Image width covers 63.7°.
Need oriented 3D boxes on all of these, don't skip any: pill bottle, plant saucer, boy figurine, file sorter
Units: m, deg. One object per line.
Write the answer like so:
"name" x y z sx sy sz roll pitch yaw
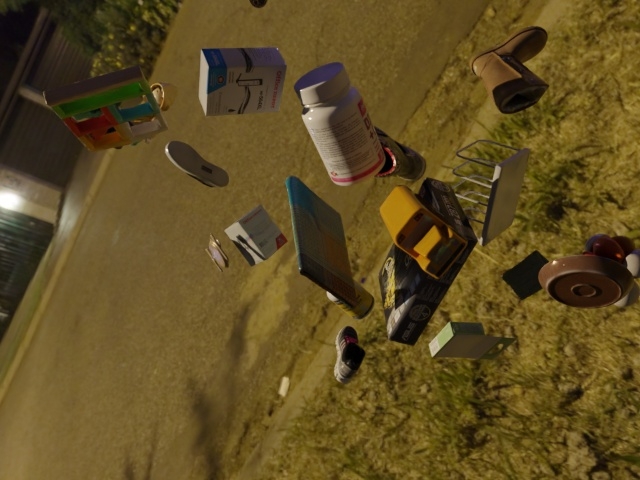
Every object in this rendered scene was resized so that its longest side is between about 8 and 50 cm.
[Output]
"pill bottle" 0.050 -0.296 1.328 0.160 0.283 0.160 -19 35 14
"pill bottle" 0.087 0.175 1.706 0.103 0.184 0.103 -37 28 24
"plant saucer" 0.517 0.088 1.010 0.168 0.168 0.029 -25 36 47
"boy figurine" -0.566 -0.396 1.634 0.285 0.092 0.177 -27 83 17
"file sorter" 0.527 -0.164 1.667 0.173 0.193 0.278 28 132 34

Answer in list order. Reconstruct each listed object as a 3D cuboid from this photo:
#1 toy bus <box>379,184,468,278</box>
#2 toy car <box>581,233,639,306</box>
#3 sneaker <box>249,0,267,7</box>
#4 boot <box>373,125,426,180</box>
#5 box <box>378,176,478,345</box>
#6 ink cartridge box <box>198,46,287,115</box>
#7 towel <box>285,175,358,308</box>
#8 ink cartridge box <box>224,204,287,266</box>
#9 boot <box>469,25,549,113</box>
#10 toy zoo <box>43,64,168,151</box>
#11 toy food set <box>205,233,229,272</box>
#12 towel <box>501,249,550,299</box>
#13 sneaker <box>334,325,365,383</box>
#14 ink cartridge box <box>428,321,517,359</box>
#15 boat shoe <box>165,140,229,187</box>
"toy bus" 0.234 -0.032 1.223 0.108 0.130 0.333 -52 12 14
"toy car" 0.703 0.074 1.283 0.159 0.136 0.182 -138 53 -58
"sneaker" -0.153 -0.695 1.309 0.071 0.066 0.188 -68 -18 -55
"boot" 0.149 -0.306 1.721 0.377 0.284 0.138 33 109 19
"box" 0.294 0.059 1.513 0.318 0.097 0.395 -94 22 -55
"ink cartridge box" -0.200 -0.405 1.317 0.148 0.203 0.086 108 145 -49
"towel" 0.000 0.000 1.530 0.040 0.271 0.370 -30 45 23
"ink cartridge box" -0.241 -0.018 1.925 0.128 0.176 0.127 -42 12 -37
"boot" 0.549 -0.461 1.396 0.236 0.089 0.269 -26 38 14
"toy zoo" -0.453 -0.273 1.145 0.293 0.192 0.030 112 138 -76
"toy food set" -0.382 0.044 1.968 0.038 0.132 0.192 -33 -5 -25
"towel" 0.649 0.110 1.597 0.110 0.027 0.148 52 123 12
"sneaker" 0.078 0.272 1.287 0.075 0.063 0.170 -51 16 34
"ink cartridge box" 0.505 0.337 1.720 0.171 0.235 0.056 112 157 -50
"boat shoe" -0.240 -0.139 0.982 0.040 0.142 0.049 -10 59 42
